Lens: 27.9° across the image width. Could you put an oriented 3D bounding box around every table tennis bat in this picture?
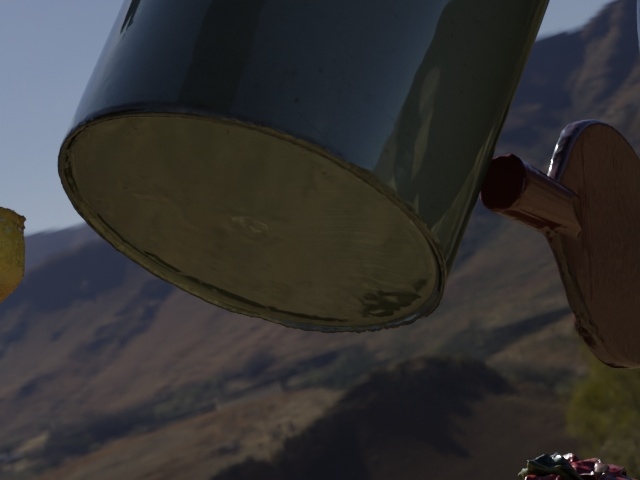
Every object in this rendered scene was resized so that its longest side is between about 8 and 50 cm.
[{"bbox_3d":[0.214,-0.006,1.005,0.038,0.200,0.310,-12,-20,34],"label":"table tennis bat"}]

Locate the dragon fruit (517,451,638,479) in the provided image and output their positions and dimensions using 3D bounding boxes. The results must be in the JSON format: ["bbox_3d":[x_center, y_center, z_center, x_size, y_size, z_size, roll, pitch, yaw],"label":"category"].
[{"bbox_3d":[0.342,0.398,1.598,0.244,0.299,0.244,-41,25,25],"label":"dragon fruit"}]

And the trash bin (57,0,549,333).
[{"bbox_3d":[0.022,-0.182,0.858,0.280,0.280,0.432,-18,44,50],"label":"trash bin"}]

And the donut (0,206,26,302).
[{"bbox_3d":[-0.334,0.031,1.124,0.162,0.065,0.178,-12,-21,-21],"label":"donut"}]

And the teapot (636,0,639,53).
[{"bbox_3d":[0.313,-0.134,0.780,0.239,0.239,0.321,-33,25,5],"label":"teapot"}]
